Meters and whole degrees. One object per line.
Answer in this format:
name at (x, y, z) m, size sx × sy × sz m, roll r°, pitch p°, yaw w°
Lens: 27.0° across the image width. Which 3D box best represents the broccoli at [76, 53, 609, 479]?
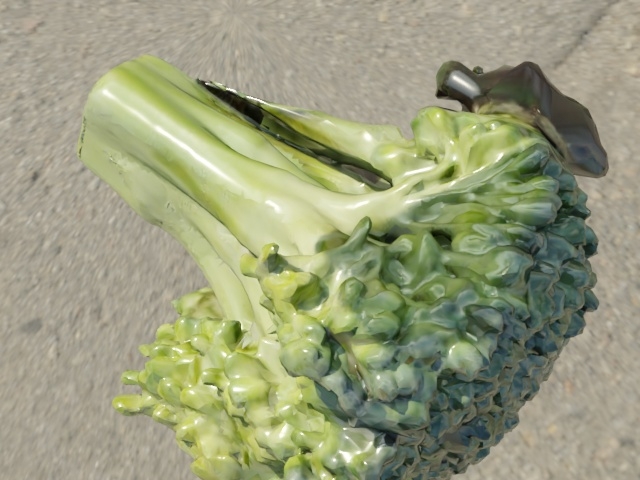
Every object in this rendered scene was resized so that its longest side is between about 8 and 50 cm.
broccoli at (0.000, 0.000, 0.622) m, size 0.243 × 0.263 × 0.247 m, roll 38°, pitch 83°, yaw 4°
